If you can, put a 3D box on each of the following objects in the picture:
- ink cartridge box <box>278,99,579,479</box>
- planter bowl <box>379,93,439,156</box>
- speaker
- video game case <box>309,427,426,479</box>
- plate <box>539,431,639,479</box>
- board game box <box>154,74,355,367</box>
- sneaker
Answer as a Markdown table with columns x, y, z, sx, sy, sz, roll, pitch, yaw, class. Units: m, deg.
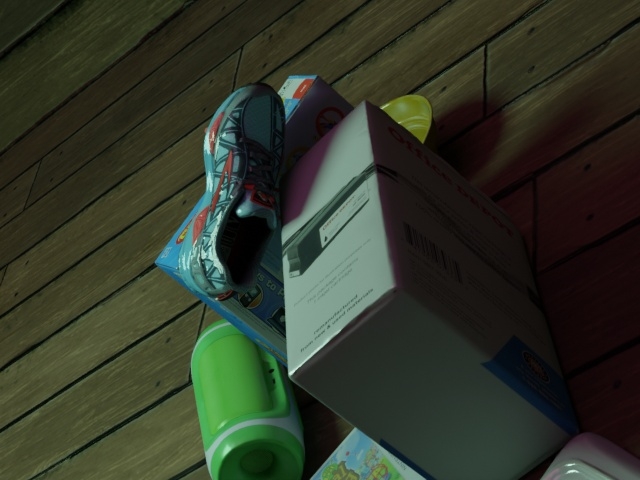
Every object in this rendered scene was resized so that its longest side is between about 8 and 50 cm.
| x | y | z | sx | sy | sz | roll | pitch | yaw | class |
| --- | --- | --- | --- | --- | --- | --- | --- | --- | --- |
| 0.109 | 0.062 | 1.733 | 0.166 | 0.285 | 0.395 | -41 | 26 | 21 | ink cartridge box |
| 0.103 | -0.095 | 2.173 | 0.217 | 0.090 | 0.217 | -37 | 28 | 23 | planter bowl |
| -0.098 | 0.220 | 2.028 | 0.131 | 0.131 | 0.296 | -43 | 27 | 13 | speaker |
| 0.033 | 0.316 | 1.811 | 0.212 | 0.023 | 0.193 | -49 | 26 | 1 | video game case |
| 0.239 | 0.323 | 1.460 | 0.277 | 0.045 | 0.278 | -52 | 27 | -6 | plate |
| 0.000 | 0.000 | 1.962 | 0.302 | 0.308 | 0.086 | -55 | 25 | -12 | board game box |
| -0.078 | -0.054 | 1.797 | 0.125 | 0.104 | 0.261 | 15 | 93 | 59 | sneaker |
